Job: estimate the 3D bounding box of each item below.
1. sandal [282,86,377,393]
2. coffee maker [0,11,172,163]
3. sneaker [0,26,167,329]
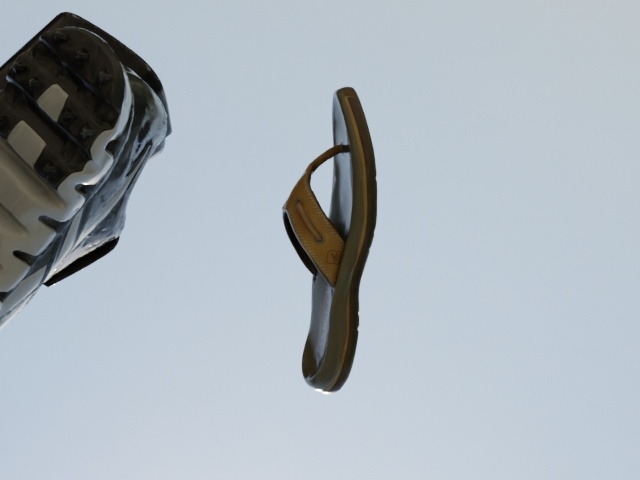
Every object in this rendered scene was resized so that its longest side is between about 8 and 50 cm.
[{"bbox_3d":[0.000,0.000,0.605,0.049,0.180,0.072,6,-173,-11],"label":"sandal"},{"bbox_3d":[-0.190,-0.061,0.696,0.120,0.171,0.178,43,-113,-4],"label":"coffee maker"},{"bbox_3d":[-0.157,0.001,0.535,0.078,0.234,0.106,44,-169,17],"label":"sneaker"}]
